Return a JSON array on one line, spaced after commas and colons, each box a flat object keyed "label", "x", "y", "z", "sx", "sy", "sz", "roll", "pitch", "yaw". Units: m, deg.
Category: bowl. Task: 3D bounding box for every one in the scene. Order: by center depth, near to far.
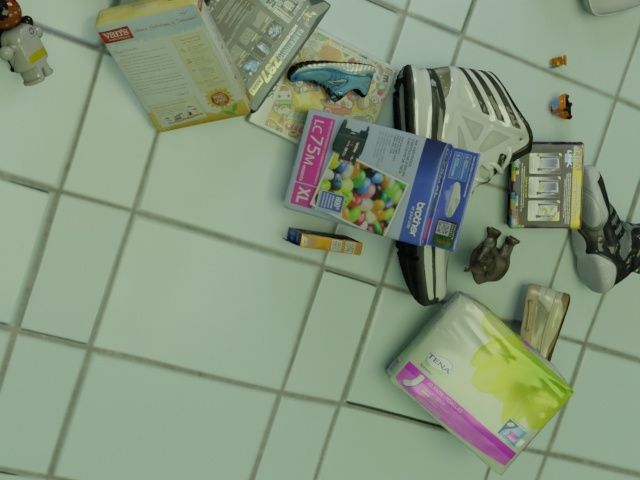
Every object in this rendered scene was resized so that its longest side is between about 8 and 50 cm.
[{"label": "bowl", "x": 0.567, "y": -0.515, "z": 1.922, "sx": 0.142, "sy": 0.053, "sz": 0.142, "roll": -16, "pitch": 104, "yaw": -17}]

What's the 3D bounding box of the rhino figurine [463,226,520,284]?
[{"label": "rhino figurine", "x": 0.321, "y": 0.034, "z": 1.853, "sx": 0.073, "sy": 0.243, "sz": 0.106, "roll": 28, "pitch": 97, "yaw": 15}]

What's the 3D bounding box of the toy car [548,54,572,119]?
[{"label": "toy car", "x": 0.475, "y": -0.301, "z": 1.947, "sx": 0.041, "sy": 0.060, "sz": 0.122, "roll": -5, "pitch": 83, "yaw": 25}]

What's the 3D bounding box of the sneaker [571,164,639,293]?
[{"label": "sneaker", "x": 0.593, "y": -0.036, "z": 1.997, "sx": 0.153, "sy": 0.101, "sz": 0.268, "roll": -18, "pitch": 106, "yaw": -22}]

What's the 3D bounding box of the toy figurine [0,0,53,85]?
[{"label": "toy figurine", "x": -0.530, "y": -0.291, "z": 1.485, "sx": 0.213, "sy": 0.209, "sz": 0.148, "roll": -29, "pitch": 118, "yaw": -14}]

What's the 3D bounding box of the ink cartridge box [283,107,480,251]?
[{"label": "ink cartridge box", "x": 0.104, "y": -0.105, "z": 1.707, "sx": 0.311, "sy": 0.065, "sz": 0.185, "roll": 16, "pitch": 95, "yaw": 15}]

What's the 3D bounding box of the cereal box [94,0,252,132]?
[{"label": "cereal box", "x": -0.232, "y": -0.285, "z": 1.582, "sx": 0.173, "sy": 0.047, "sz": 0.240, "roll": -8, "pitch": 139, "yaw": 15}]

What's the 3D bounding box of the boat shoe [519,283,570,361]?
[{"label": "boat shoe", "x": 0.416, "y": 0.237, "z": 1.986, "sx": 0.098, "sy": 0.109, "sz": 0.302, "roll": 19, "pitch": 99, "yaw": 15}]

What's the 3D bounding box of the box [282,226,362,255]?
[{"label": "box", "x": 0.000, "y": 0.000, "z": 1.796, "sx": 0.136, "sy": 0.081, "sz": 0.028, "roll": 10, "pitch": 96, "yaw": -22}]

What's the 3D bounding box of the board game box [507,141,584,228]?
[{"label": "board game box", "x": 0.441, "y": -0.109, "z": 1.926, "sx": 0.141, "sy": 0.048, "sz": 0.170, "roll": 1, "pitch": 100, "yaw": 3}]

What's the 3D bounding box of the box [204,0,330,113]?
[{"label": "box", "x": -0.122, "y": -0.364, "z": 1.686, "sx": 0.183, "sy": 0.059, "sz": 0.232, "roll": 34, "pitch": 89, "yaw": -12}]

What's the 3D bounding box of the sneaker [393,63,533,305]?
[{"label": "sneaker", "x": 0.276, "y": -0.102, "z": 1.814, "sx": 0.258, "sy": 0.169, "sz": 0.447, "roll": -3, "pitch": 98, "yaw": -10}]

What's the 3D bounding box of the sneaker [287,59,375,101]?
[{"label": "sneaker", "x": 0.020, "y": -0.281, "z": 1.736, "sx": 0.162, "sy": 0.063, "sz": 0.073, "roll": 0, "pitch": 103, "yaw": -19}]

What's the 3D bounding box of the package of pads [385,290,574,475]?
[{"label": "package of pads", "x": 0.308, "y": 0.266, "z": 1.882, "sx": 0.296, "sy": 0.101, "sz": 0.229, "roll": 40, "pitch": 94, "yaw": -1}]

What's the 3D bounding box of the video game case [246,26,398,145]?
[{"label": "video game case", "x": 0.005, "y": -0.265, "z": 1.780, "sx": 0.227, "sy": 0.026, "sz": 0.206, "roll": 23, "pitch": 92, "yaw": -22}]
